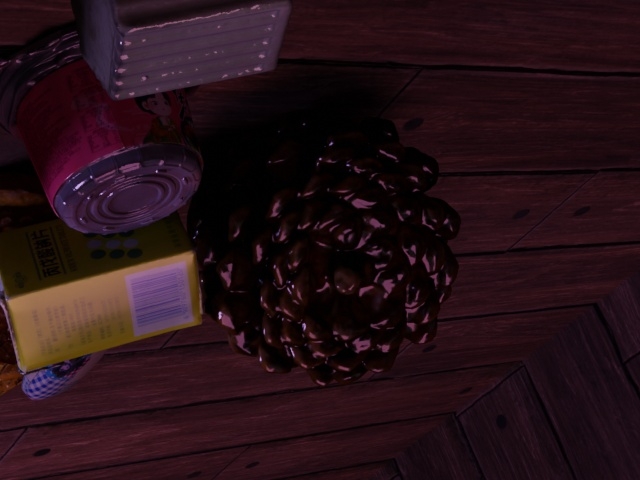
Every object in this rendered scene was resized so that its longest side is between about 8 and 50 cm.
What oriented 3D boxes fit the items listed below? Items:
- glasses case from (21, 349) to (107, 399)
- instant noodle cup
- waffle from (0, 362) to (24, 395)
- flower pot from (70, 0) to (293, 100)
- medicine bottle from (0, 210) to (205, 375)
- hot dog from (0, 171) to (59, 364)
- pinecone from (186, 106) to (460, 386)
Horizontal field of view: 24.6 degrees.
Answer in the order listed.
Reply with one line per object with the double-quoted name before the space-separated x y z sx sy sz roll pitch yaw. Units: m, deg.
"glasses case" -0.362 0.135 2.306 0.327 0.076 0.125 -50 165 29
"instant noodle cup" -0.251 -0.122 1.767 0.302 0.181 0.258 -9 155 -29
"waffle" -0.617 0.206 2.289 0.380 0.095 0.382 -26 159 2
"flower pot" -0.152 -0.274 1.486 0.190 0.239 0.209 -12 -173 -19
"medicine bottle" -0.282 0.052 1.843 0.250 0.137 0.141 -14 134 -14
"hot dog" -0.390 0.042 2.008 0.267 0.174 0.387 -33 157 3
"pinecone" 0.000 0.000 2.077 0.398 0.397 0.398 -19 157 -8
